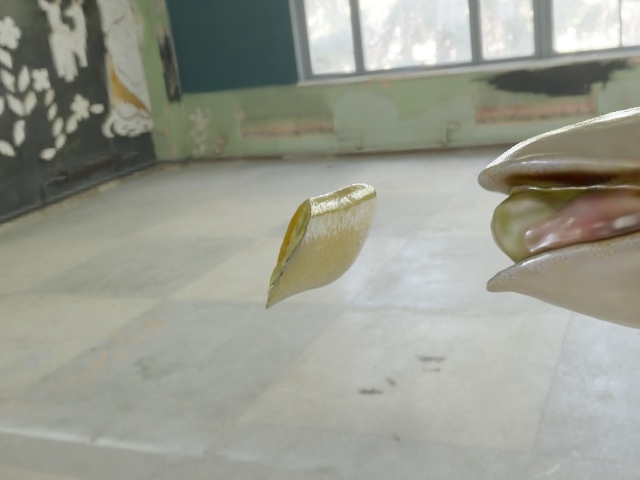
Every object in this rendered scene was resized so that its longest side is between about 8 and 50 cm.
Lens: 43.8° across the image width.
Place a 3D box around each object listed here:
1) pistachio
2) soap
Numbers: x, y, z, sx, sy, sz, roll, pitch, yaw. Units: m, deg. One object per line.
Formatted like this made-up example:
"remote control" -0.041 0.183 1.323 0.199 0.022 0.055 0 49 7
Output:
"pistachio" 0.199 -0.012 0.452 0.215 0.144 0.144 -4 15 -8
"soap" 0.000 0.000 0.592 0.033 0.089 0.168 24 15 21
